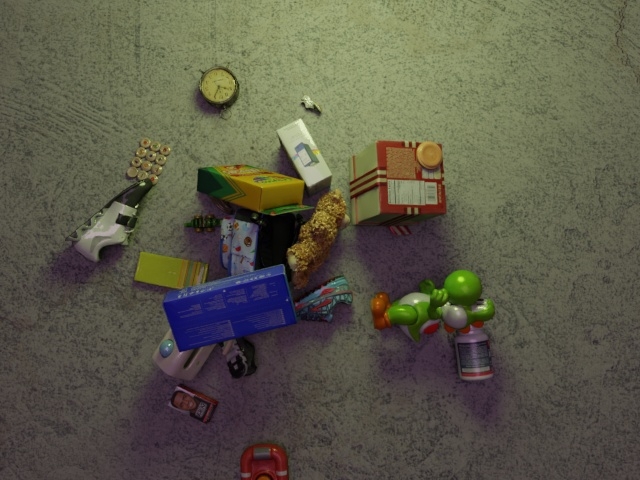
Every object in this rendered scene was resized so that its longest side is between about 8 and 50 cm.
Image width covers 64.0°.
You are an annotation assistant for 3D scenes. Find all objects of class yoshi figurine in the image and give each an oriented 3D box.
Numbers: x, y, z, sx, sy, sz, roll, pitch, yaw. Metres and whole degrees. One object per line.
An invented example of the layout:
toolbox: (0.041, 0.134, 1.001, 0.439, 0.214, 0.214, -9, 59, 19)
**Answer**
yoshi figurine: (0.340, 0.175, 1.568, 0.362, 0.203, 0.204, -5, 52, 15)

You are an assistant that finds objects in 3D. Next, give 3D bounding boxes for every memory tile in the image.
memory tile: (-0.584, -0.270, 1.743, 0.113, 0.012, 0.148, 22, 86, 3)

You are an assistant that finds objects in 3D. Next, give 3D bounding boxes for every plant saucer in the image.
plant saucer: (0.319, -0.249, 1.492, 0.083, 0.013, 0.084, 2, 83, -17)

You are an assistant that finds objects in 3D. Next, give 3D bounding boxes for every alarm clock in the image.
alarm clock: (-0.336, -0.498, 1.733, 0.129, 0.064, 0.192, -13, 82, 0)

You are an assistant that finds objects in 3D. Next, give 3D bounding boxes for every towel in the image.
towel: (-0.493, 0.106, 1.704, 0.237, 0.021, 0.102, 10, 79, 3)

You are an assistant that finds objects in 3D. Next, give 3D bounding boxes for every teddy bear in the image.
teddy bear: (0.000, 0.000, 1.581, 0.113, 0.245, 0.338, 18, 41, 18)

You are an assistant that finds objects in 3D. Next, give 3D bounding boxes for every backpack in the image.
backpack: (-0.191, 0.037, 1.590, 0.213, 0.276, 0.264, 4, 92, 31)

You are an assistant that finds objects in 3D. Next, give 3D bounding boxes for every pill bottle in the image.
pill bottle: (0.479, 0.341, 1.615, 0.107, 0.108, 0.180, -7, 85, 1)

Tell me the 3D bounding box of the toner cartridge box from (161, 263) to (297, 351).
toner cartridge box: (-0.253, 0.193, 1.464, 0.347, 0.075, 0.165, -13, 110, -2)

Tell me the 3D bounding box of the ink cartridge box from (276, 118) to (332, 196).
ink cartridge box: (-0.050, -0.263, 1.659, 0.093, 0.154, 0.212, -27, 84, -3)

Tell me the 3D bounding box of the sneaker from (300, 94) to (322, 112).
sneaker: (-0.031, -0.458, 1.743, 0.083, 0.032, 0.037, 42, 101, 9)

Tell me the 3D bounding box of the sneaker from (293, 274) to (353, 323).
sneaker: (-0.012, 0.221, 1.640, 0.261, 0.104, 0.125, -31, 87, -1)

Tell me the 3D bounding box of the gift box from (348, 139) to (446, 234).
gift box: (0.244, -0.157, 1.600, 0.276, 0.258, 0.255, 5, 82, -18)

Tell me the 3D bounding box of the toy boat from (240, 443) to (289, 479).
toy boat: (-0.174, 0.753, 1.569, 0.150, 0.151, 0.231, -5, 84, 1)

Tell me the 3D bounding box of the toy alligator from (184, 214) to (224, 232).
toy alligator: (-0.362, -0.059, 1.698, 0.189, 0.051, 0.056, -3, 85, 1)

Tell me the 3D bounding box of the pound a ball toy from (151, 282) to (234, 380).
pound a ball toy: (-0.365, 0.275, 1.579, 0.208, 0.135, 0.319, 30, 86, 43)

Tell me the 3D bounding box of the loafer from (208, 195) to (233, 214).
loafer: (-0.339, -0.148, 1.704, 0.050, 0.056, 0.148, -44, 85, 3)

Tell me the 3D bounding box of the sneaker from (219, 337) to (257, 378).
sneaker: (-0.267, 0.336, 1.650, 0.078, 0.106, 0.234, -36, 59, 18)

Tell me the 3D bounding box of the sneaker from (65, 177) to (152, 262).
sneaker: (-0.656, -0.064, 1.686, 0.330, 0.122, 0.146, -43, 103, -4)

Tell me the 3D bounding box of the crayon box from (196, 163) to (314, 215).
crayon box: (-0.194, -0.160, 1.564, 0.318, 0.202, 0.081, 20, 111, 31)

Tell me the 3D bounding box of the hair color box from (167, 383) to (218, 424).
hair color box: (-0.409, 0.525, 1.649, 0.141, 0.043, 0.072, 23, 86, 4)
